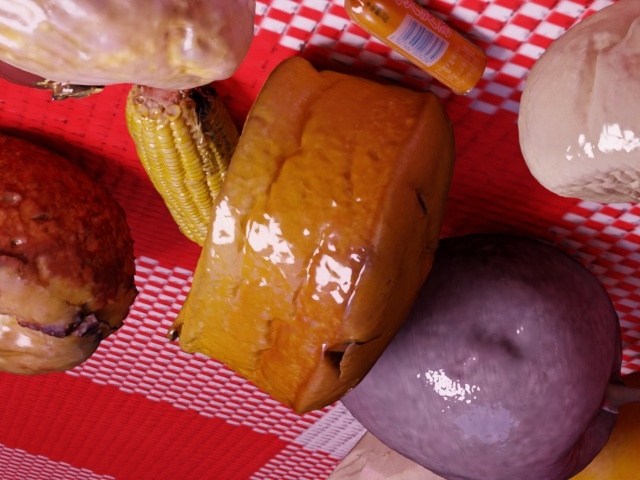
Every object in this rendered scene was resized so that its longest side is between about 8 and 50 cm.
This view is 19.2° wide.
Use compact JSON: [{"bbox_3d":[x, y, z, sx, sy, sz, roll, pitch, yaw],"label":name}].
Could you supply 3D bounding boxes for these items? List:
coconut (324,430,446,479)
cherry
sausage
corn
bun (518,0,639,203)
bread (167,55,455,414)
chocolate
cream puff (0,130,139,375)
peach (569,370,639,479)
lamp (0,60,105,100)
[{"bbox_3d":[0.105,0.266,1.820,0.241,0.241,0.241,13,161,5],"label":"coconut"},{"bbox_3d":[0.121,0.088,1.360,0.266,0.184,0.213,7,156,14],"label":"cherry"},{"bbox_3d":[0.050,-0.120,1.073,0.107,0.031,0.031,31,155,-35],"label":"sausage"},{"bbox_3d":[-0.084,-0.054,1.298,0.072,0.072,0.203,9,158,15],"label":"corn"},{"bbox_3d":[0.198,-0.075,0.987,0.188,0.111,0.164,-3,171,35],"label":"bun"},{"bbox_3d":[0.000,0.000,1.199,0.142,0.195,0.270,23,152,3],"label":"bread"},{"bbox_3d":[-0.178,-0.164,0.983,0.309,0.134,0.134,19,161,0],"label":"chocolate"},{"bbox_3d":[-0.250,0.006,1.451,0.240,0.164,0.240,14,146,10],"label":"cream puff"},{"bbox_3d":[0.319,0.240,1.505,0.332,0.308,0.308,30,165,16],"label":"peach"},{"bbox_3d":[-0.153,-0.127,1.115,0.101,0.090,0.101,-15,177,-1],"label":"lamp"}]
